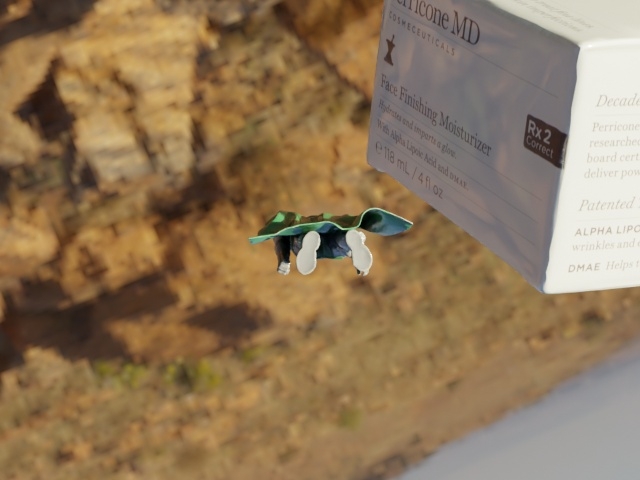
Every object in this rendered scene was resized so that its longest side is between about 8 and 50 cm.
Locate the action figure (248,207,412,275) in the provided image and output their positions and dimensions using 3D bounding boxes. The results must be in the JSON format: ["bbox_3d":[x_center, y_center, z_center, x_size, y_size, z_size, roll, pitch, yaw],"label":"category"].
[{"bbox_3d":[0.000,0.000,1.606,0.137,0.063,0.232,-1,-177,-4],"label":"action figure"}]

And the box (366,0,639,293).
[{"bbox_3d":[0.143,-0.067,0.878,0.182,0.119,0.181,-4,-157,-26],"label":"box"}]
